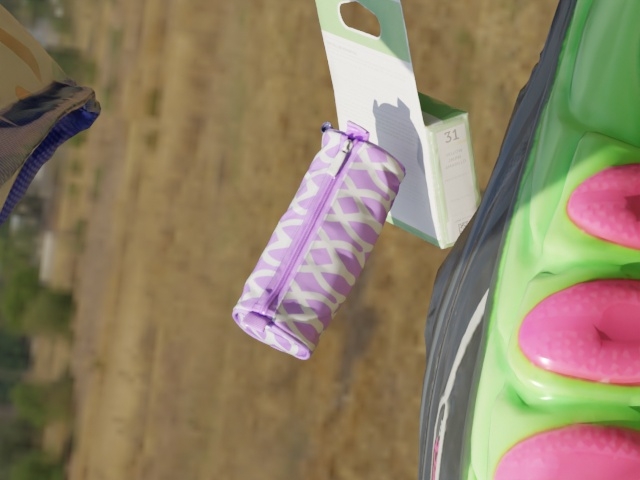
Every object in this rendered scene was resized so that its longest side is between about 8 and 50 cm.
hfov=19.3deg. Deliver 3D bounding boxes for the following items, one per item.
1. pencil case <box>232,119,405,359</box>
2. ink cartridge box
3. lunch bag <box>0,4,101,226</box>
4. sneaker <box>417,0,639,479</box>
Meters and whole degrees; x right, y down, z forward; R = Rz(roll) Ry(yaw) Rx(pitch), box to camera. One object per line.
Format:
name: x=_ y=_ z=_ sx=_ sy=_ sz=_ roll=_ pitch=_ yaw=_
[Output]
pencil case: x=0.000 y=0.000 z=1.619 sx=0.088 sy=0.086 sz=0.206 roll=71 pitch=-137 yaw=-70
ink cartridge box: x=0.069 y=-0.125 z=1.698 sx=0.171 sy=0.056 sz=0.235 roll=30 pitch=134 yaw=57
lunch bag: x=-0.252 y=-0.044 z=0.479 sx=0.239 sy=0.328 sz=0.385 roll=-53 pitch=8 yaw=3
sneaker: x=0.131 y=-0.049 z=0.633 sx=0.483 sy=0.185 sz=0.202 roll=-61 pitch=6 yaw=-32
